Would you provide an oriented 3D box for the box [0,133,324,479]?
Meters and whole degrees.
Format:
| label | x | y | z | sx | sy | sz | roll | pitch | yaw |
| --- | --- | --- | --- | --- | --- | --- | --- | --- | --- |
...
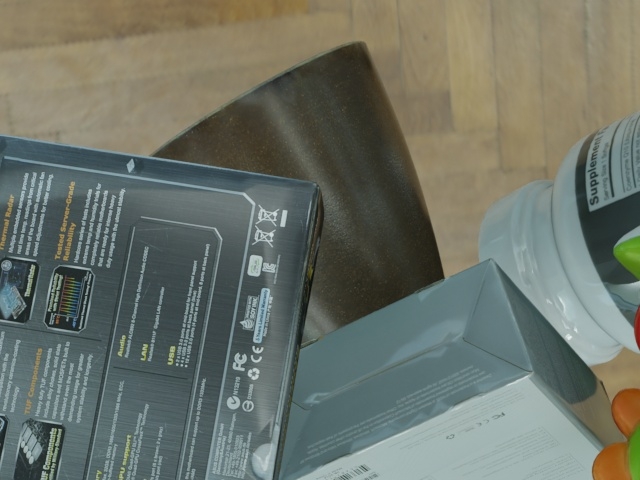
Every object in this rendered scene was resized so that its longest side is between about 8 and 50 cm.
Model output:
| label | x | y | z | sx | sy | sz | roll | pitch | yaw |
| --- | --- | --- | --- | --- | --- | --- | --- | --- | --- |
| box | -0.105 | 0.077 | 0.638 | 0.183 | 0.056 | 0.231 | 8 | 79 | 4 |

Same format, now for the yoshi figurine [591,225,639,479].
| label | x | y | z | sx | sy | sz | roll | pitch | yaw |
| --- | --- | --- | --- | --- | --- | --- | --- | --- | --- |
| yoshi figurine | 0.304 | 0.103 | 1.017 | 0.203 | 0.362 | 0.203 | 0 | 147 | 28 |

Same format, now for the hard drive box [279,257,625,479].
| label | x | y | z | sx | sy | sz | roll | pitch | yaw |
| --- | --- | --- | --- | --- | --- | --- | --- | --- | --- |
| hard drive box | 0.088 | 0.128 | 1.050 | 0.181 | 0.089 | 0.232 | -25 | 146 | 15 |

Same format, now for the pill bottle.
| label | x | y | z | sx | sy | sz | roll | pitch | yaw |
| --- | --- | --- | --- | --- | --- | --- | --- | --- | --- |
| pill bottle | 0.326 | -0.022 | 1.298 | 0.363 | 0.210 | 0.210 | -26 | 109 | 38 |

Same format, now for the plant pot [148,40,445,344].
| label | x | y | z | sx | sy | sz | roll | pitch | yaw |
| --- | --- | --- | --- | --- | --- | --- | --- | --- | --- |
| plant pot | 0.000 | 0.000 | 1.210 | 0.215 | 0.215 | 0.230 | -31 | 89 | 11 |
